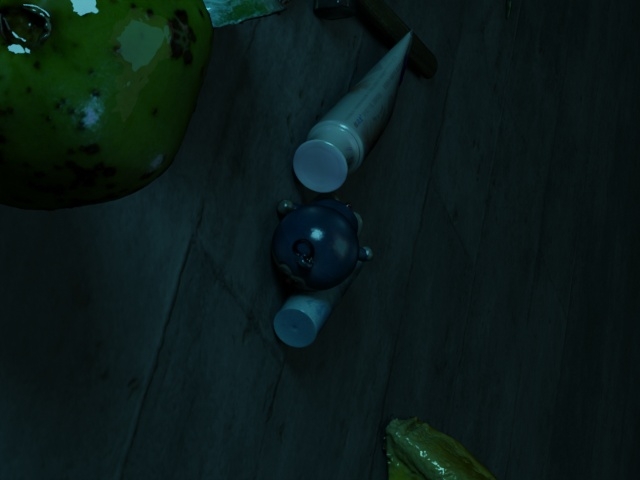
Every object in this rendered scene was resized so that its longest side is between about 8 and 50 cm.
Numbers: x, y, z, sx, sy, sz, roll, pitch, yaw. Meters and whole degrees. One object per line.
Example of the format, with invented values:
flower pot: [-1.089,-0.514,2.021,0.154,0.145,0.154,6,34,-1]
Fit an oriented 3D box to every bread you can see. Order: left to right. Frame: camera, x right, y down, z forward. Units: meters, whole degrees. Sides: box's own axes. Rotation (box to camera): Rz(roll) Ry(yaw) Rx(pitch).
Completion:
bread: [0.116,0.315,1.762,0.160,0.169,0.140,-53,161,14]

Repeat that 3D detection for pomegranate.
pomegranate: [-0.179,-0.126,0.964,0.248,0.214,0.214,-159,-115,-80]

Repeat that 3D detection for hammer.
hammer: [0.074,-0.264,1.733,0.365,0.044,0.111,30,59,-66]

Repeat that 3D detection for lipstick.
lipstick: [0.000,0.052,1.514,0.158,0.048,0.048,-53,136,-56]

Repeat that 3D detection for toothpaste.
toothpaste: [0.051,-0.143,1.628,0.323,0.066,0.100,-52,157,-58]

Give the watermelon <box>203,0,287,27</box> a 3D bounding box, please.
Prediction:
watermelon: [-0.095,-0.211,1.234,0.241,0.154,0.094,-40,126,-77]

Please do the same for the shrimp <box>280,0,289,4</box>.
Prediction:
shrimp: [-0.025,-0.270,1.495,0.029,0.038,0.092,34,44,-9]

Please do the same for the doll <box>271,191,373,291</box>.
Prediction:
doll: [0.000,0.000,1.475,0.114,0.085,0.152,38,23,-4]

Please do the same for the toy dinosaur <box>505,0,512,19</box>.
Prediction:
toy dinosaur: [0.208,-0.534,2.001,0.301,0.087,0.447,-10,90,-67]
